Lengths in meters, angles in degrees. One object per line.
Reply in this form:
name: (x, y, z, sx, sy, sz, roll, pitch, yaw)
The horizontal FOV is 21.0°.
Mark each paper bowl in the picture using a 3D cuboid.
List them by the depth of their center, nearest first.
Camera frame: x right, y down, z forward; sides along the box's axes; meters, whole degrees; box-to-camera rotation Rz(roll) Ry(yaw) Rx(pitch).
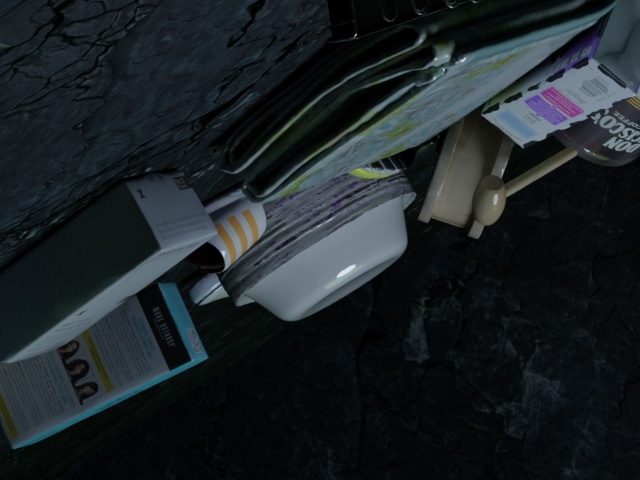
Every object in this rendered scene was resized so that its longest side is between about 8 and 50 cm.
paper bowl: (0.000, 0.000, 2.274, 0.284, 0.148, 0.284, -32, 172, -5)

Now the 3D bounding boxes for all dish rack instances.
dish rack: (0.150, -0.224, 1.317, 0.271, 0.074, 0.208, -6, -166, 44)

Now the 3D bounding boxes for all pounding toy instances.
pounding toy: (0.210, -0.084, 2.041, 0.269, 0.155, 0.154, -70, 178, -48)

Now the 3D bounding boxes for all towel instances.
towel: (0.107, -0.173, 1.762, 0.320, 0.090, 0.374, -33, 174, 39)

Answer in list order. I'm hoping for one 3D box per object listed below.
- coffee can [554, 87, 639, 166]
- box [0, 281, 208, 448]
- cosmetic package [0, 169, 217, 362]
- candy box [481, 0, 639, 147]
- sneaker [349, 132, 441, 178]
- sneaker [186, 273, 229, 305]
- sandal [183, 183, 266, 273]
coffee can: (0.405, -0.240, 2.072, 0.201, 0.201, 0.275, -25, 170, -42)
box: (-0.260, 0.143, 1.981, 0.244, 0.100, 0.060, -26, 173, 12)
cosmetic package: (-0.228, 0.026, 1.732, 0.231, 0.085, 0.117, -33, 173, 27)
candy box: (0.283, -0.209, 1.898, 0.196, 0.070, 0.165, -26, -146, 55)
sneaker: (0.065, -0.105, 2.071, 0.094, 0.081, 0.208, -33, 174, 32)
sneaker: (-0.080, 0.052, 2.510, 0.258, 0.091, 0.094, -25, 171, -43)
sandal: (-0.145, 0.012, 2.008, 0.265, 0.076, 0.102, -29, 173, -21)
